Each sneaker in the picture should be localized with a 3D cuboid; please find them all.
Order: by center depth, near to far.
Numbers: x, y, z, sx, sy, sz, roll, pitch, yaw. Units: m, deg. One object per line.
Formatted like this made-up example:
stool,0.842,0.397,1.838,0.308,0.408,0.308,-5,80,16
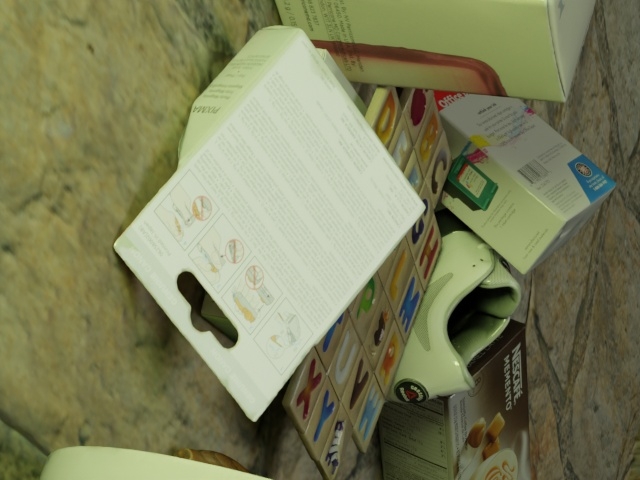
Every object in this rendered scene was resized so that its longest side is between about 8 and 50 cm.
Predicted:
sneaker,0.141,0.026,1.884,0.122,0.146,0.330,58,41,-44

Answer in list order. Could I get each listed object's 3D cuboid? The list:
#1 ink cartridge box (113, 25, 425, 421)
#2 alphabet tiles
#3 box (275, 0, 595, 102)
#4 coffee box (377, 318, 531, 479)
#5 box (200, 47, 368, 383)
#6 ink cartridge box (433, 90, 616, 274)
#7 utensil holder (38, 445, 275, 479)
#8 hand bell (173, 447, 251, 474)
ink cartridge box,-0.044,-0.015,1.413,0.232,0.066,0.189,-49,120,-23
alphabet tiles,0.047,0.027,1.652,0.285,0.011,0.342,67,39,-57
box,0.097,-0.213,1.542,0.127,0.232,0.149,71,33,-51
coffee box,0.141,0.202,1.988,0.141,0.098,0.246,-39,137,-38
box,0.000,0.000,1.619,0.322,0.058,0.232,44,56,-65
ink cartridge box,0.157,-0.086,1.853,0.134,0.231,0.078,-30,159,-55
utensil holder,-0.067,0.360,1.173,0.327,0.327,0.385,53,49,-64
hand bell,-0.040,0.217,1.532,0.242,0.126,0.126,35,63,-47
